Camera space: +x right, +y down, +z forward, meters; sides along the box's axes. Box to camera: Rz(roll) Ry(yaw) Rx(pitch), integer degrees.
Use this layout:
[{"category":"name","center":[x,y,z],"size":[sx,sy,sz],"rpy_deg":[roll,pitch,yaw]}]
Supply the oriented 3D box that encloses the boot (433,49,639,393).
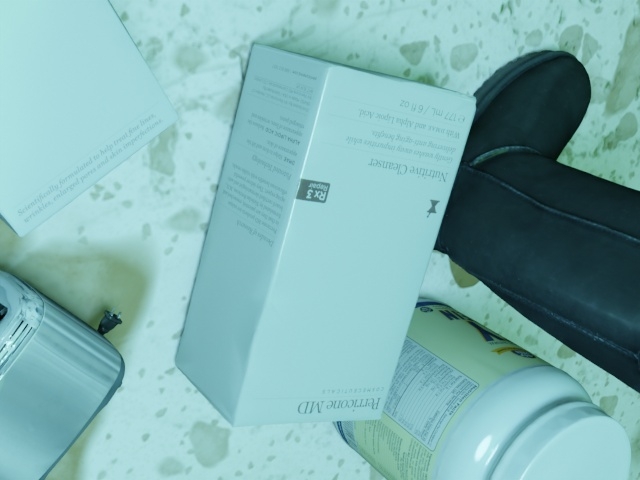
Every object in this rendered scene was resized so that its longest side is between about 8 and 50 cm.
[{"category":"boot","center":[0.318,-0.052,0.935],"size":[0.367,0.445,0.146],"rpy_deg":[-41,125,-14]}]

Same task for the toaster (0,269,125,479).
[{"category":"toaster","center":[-0.293,0.129,0.784],"size":[0.227,0.129,0.146],"rpy_deg":[-51,139,-13]}]

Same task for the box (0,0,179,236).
[{"category":"box","center":[-0.255,-0.135,0.723],"size":[0.181,0.119,0.182],"rpy_deg":[-40,125,-17]}]

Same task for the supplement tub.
[{"category":"supplement tub","center":[0.184,0.229,1.032],"size":[0.235,0.325,0.235],"rpy_deg":[-13,115,-30]}]

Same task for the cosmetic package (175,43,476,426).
[{"category":"cosmetic package","center":[0.000,0.000,0.927],"size":[0.217,0.156,0.385],"rpy_deg":[4,105,-37]}]
